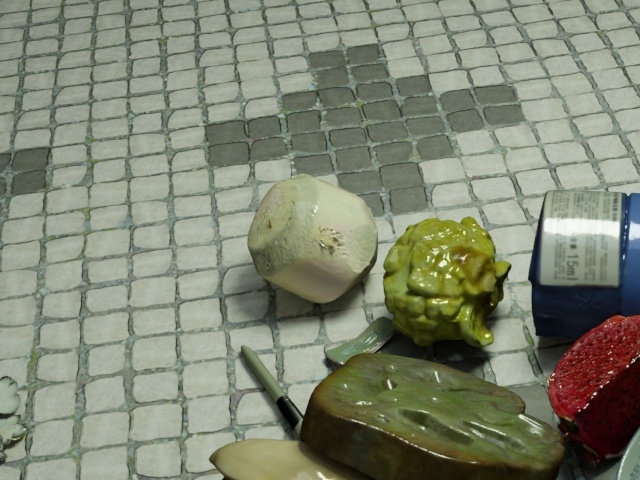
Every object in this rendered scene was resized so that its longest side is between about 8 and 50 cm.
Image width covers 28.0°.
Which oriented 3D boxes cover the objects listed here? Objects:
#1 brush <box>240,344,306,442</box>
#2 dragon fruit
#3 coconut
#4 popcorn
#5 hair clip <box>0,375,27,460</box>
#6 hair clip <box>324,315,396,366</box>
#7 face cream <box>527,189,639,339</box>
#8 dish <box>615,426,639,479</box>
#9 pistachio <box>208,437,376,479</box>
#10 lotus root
[{"bbox_3d":[-0.069,0.250,2.058,0.042,0.039,0.299,-22,39,-18],"label":"brush"},{"bbox_3d":[0.440,0.235,1.942,0.274,0.161,0.126,-39,29,-20],"label":"dragon fruit"},{"bbox_3d":[0.000,0.000,2.237,0.234,0.224,0.224,24,33,-19],"label":"coconut"},{"bbox_3d":[0.216,0.072,2.132,0.216,0.181,0.235,27,53,33],"label":"popcorn"},{"bbox_3d":[-0.535,0.289,2.066,0.116,0.049,0.172,-12,35,-15],"label":"hair clip"},{"bbox_3d":[0.069,0.172,2.151,0.137,0.022,0.054,-31,43,-29],"label":"hair clip"},{"bbox_3d":[0.460,0.042,2.079,0.225,0.249,0.249,6,39,14],"label":"face cream"},{"bbox_3d":[0.560,0.332,1.781,0.273,0.134,0.273,-40,22,20],"label":"dish"},{"bbox_3d":[-0.037,0.374,1.783,0.318,0.214,0.193,17,85,37],"label":"pistachio"},{"bbox_3d":[0.147,0.268,1.814,0.375,0.111,0.390,5,17,-29],"label":"lotus root"}]
